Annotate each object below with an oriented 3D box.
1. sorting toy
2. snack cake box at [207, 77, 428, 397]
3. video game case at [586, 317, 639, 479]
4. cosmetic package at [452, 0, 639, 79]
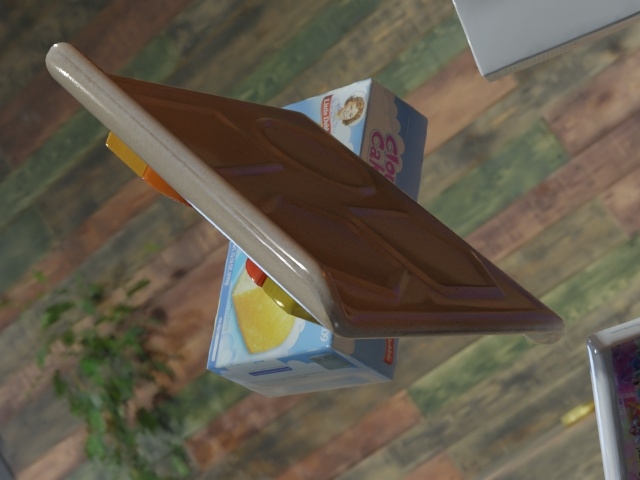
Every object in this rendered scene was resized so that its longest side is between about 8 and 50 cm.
[{"bbox_3d":[-0.005,-0.011,0.584,0.208,0.193,0.038,11,-65,-55],"label":"sorting toy"},{"bbox_3d":[0.000,0.000,1.174,0.152,0.264,0.089,-15,-34,41],"label":"snack cake box"},{"bbox_3d":[0.201,0.090,0.610,0.143,0.157,0.019,-18,28,-8],"label":"video game case"},{"bbox_3d":[0.240,-0.315,1.377,0.224,0.224,0.138,-21,0,11],"label":"cosmetic package"}]
